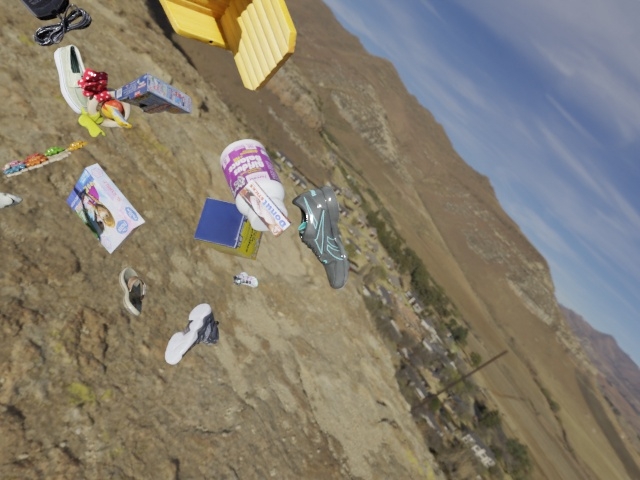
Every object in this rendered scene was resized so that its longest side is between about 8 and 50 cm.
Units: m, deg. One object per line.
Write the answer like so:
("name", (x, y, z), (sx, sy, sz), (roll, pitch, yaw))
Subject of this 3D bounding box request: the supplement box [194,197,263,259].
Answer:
("supplement box", (-0.412, -0.043, 1.904), (0.196, 0.194, 0.356), (13, -10, 7))

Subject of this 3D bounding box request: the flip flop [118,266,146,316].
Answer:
("flip flop", (-0.777, 0.205, 1.703), (0.112, 0.080, 0.277), (53, -1, -39))

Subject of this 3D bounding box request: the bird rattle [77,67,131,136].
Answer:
("bird rattle", (-0.875, -0.549, 1.638), (0.143, 0.253, 0.207), (33, 22, 32))

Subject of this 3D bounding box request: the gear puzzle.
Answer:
("gear puzzle", (-1.166, -0.364, 1.730), (0.176, 0.339, 0.044), (26, -42, 46))

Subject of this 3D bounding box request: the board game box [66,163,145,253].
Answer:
("board game box", (-0.979, -0.132, 1.837), (0.318, 0.319, 0.066), (53, 41, -7))

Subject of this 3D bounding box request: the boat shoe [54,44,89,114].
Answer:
("boat shoe", (-1.108, -0.726, 1.828), (0.109, 0.094, 0.302), (-31, 106, -61))

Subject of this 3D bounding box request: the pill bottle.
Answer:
("pill bottle", (-0.221, -0.185, 1.376), (0.169, 0.169, 0.301), (23, 35, -55))

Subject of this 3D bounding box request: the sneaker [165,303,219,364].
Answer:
("sneaker", (-0.492, 0.396, 1.616), (0.268, 0.101, 0.153), (-63, 142, -38))

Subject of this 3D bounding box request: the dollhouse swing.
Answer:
("dollhouse swing", (-0.286, -0.671, 1.218), (0.315, 0.347, 0.304), (1, 75, -38))

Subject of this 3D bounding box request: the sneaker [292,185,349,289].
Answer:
("sneaker", (0.000, 0.000, 1.023), (0.101, 0.106, 0.267), (-167, -117, -71))

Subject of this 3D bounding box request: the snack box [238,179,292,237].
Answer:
("snack box", (-0.166, -0.096, 1.217), (0.178, 0.064, 0.022), (49, 19, 4))

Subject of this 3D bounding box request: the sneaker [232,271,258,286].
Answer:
("sneaker", (-0.267, 0.143, 1.404), (0.069, 0.038, 0.098), (-13, 22, -43))

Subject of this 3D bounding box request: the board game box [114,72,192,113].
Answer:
("board game box", (-0.539, -0.465, 1.346), (0.194, 0.194, 0.060), (6, 82, -54))

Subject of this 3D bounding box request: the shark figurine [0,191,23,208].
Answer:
("shark figurine", (-1.069, -0.179, 1.204), (0.166, 0.116, 0.278), (-54, 140, -33))

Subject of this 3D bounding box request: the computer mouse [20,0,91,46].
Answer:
("computer mouse", (-0.845, -0.737, 1.196), (0.072, 0.189, 0.272), (61, -1, 38))

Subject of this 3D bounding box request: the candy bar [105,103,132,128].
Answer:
("candy bar", (-0.592, -0.363, 1.188), (0.040, 0.018, 0.161), (14, 22, -46))
